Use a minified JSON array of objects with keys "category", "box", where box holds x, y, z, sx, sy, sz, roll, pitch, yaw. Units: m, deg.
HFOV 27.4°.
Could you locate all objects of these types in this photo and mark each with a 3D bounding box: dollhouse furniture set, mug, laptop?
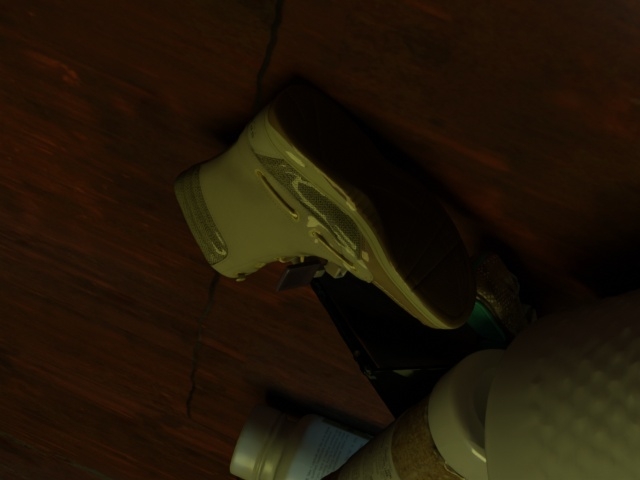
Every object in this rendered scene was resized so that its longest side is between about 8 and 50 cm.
[{"category":"dollhouse furniture set","box":[-0.007,-0.021,1.322,0.081,0.091,0.114,57,138,27]},{"category":"mug","box":[0.382,0.163,1.094,0.374,0.276,0.328,6,162,-38]},{"category":"laptop","box":[0.128,0.142,1.404,0.234,0.137,0.264,58,180,-44]}]

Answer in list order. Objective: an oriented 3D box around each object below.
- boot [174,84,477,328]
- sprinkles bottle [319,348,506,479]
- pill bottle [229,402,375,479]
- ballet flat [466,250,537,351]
[{"category":"boot","box":[0.000,0.000,1.204,0.262,0.095,0.203,45,139,-13]},{"category":"sprinkles bottle","box":[0.102,0.230,1.308,0.121,0.121,0.355,29,144,-8]},{"category":"pill bottle","box":[0.003,0.306,1.756,0.229,0.131,0.131,20,152,8]},{"category":"ballet flat","box":[0.183,0.078,1.276,0.073,0.067,0.206,17,156,31]}]
